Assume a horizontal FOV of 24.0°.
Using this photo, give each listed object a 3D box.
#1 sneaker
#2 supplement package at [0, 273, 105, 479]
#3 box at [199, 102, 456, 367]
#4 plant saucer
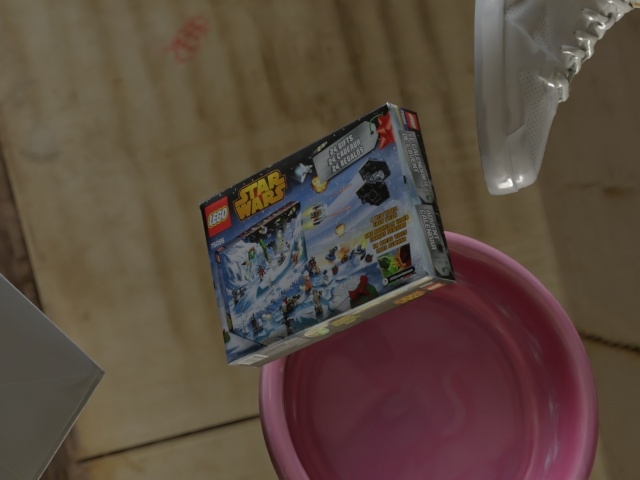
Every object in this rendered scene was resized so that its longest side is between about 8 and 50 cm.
[{"bbox_3d":[0.209,-0.178,1.182,0.108,0.169,0.292,36,58,-76],"label":"sneaker"},{"bbox_3d":[-0.288,0.087,0.940,0.194,0.203,0.149,48,52,-24],"label":"supplement package"},{"bbox_3d":[0.000,0.000,0.775,0.027,0.137,0.094,11,61,-49],"label":"box"},{"bbox_3d":[0.097,0.156,1.418,0.084,0.332,0.332,134,-56,-64],"label":"plant saucer"}]
